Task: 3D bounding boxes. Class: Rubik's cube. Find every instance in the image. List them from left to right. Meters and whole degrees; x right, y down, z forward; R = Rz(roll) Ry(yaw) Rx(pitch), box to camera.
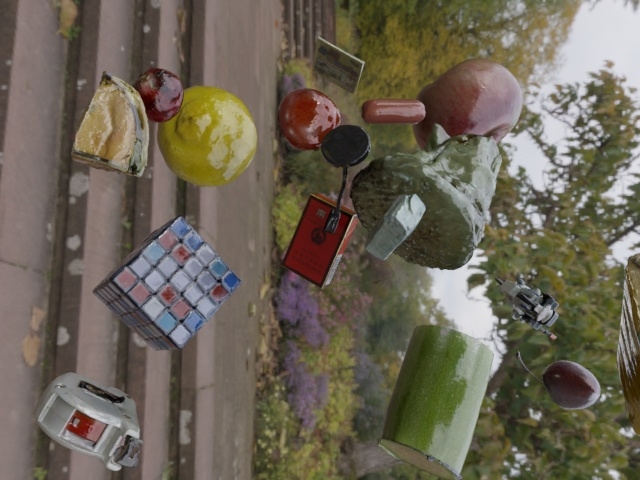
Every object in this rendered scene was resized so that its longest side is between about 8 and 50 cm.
[{"bbox_3d":[-0.469,0.138,1.731,0.292,0.293,0.287,-48,-165,-30],"label":"Rubik's cube"}]

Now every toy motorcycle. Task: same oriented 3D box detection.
[{"bbox_3d":[0.519,0.158,1.413,0.102,0.150,0.221,-49,-171,5],"label":"toy motorcycle"}]

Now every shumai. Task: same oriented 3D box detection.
[{"bbox_3d":[0.284,-0.132,1.385,0.323,0.324,0.397,-52,160,-20],"label":"shumai"}]

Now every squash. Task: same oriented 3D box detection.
[{"bbox_3d":[0.341,0.473,1.683,0.263,0.263,0.385,93,19,-65],"label":"squash"}]

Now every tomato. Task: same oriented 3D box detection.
[{"bbox_3d":[-0.033,-0.317,1.461,0.167,0.167,0.167,179,-90,-88],"label":"tomato"}]

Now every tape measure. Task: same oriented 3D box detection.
[{"bbox_3d":[-0.572,0.439,1.427,0.130,0.265,0.258,-58,-161,-6],"label":"tape measure"}]

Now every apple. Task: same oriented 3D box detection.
[{"bbox_3d":[0.433,-0.402,1.729,0.269,0.344,0.345,60,-12,19],"label":"apple"}]

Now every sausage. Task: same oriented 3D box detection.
[{"bbox_3d":[0.176,-0.311,1.368,0.062,0.154,0.062,179,-90,-86],"label":"sausage"}]

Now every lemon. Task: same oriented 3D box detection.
[{"bbox_3d":[-0.366,-0.335,1.861,0.348,0.347,0.348,179,-90,-88],"label":"lemon"}]

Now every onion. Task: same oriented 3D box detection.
[{"bbox_3d":[-0.388,-0.350,1.359,0.131,0.131,0.131,179,-90,-88],"label":"onion"}]

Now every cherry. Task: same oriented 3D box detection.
[{"bbox_3d":[0.603,0.339,1.401,0.188,0.115,0.148,51,4,-12],"label":"cherry"}]

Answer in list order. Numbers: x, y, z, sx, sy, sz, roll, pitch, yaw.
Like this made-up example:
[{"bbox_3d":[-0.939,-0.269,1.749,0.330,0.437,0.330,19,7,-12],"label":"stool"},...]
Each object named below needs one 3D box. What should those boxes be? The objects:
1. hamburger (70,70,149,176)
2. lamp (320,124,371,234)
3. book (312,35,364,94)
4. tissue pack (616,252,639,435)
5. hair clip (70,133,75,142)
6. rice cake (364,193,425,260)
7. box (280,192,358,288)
[{"bbox_3d":[-0.451,-0.252,1.261,0.135,0.155,0.208,163,-62,-72],"label":"hamburger"},{"bbox_3d":[0.027,-0.146,1.411,0.371,0.108,0.130,116,-11,-66],"label":"lamp"},{"bbox_3d":[0.053,-0.560,1.826,0.013,0.168,0.192,-59,176,-15],"label":"book"},{"bbox_3d":[0.719,0.196,1.033,0.382,0.293,0.228,64,26,-44],"label":"tissue pack"},{"bbox_3d":[-0.615,-0.273,1.560,0.054,0.137,0.022,95,-6,-56],"label":"hair clip"},{"bbox_3d":[0.139,-0.021,1.102,0.069,0.063,0.206,-54,177,-24],"label":"rice cake"},{"bbox_3d":[-0.001,0.000,1.660,0.074,0.153,0.240,-4,120,-62],"label":"box"}]
